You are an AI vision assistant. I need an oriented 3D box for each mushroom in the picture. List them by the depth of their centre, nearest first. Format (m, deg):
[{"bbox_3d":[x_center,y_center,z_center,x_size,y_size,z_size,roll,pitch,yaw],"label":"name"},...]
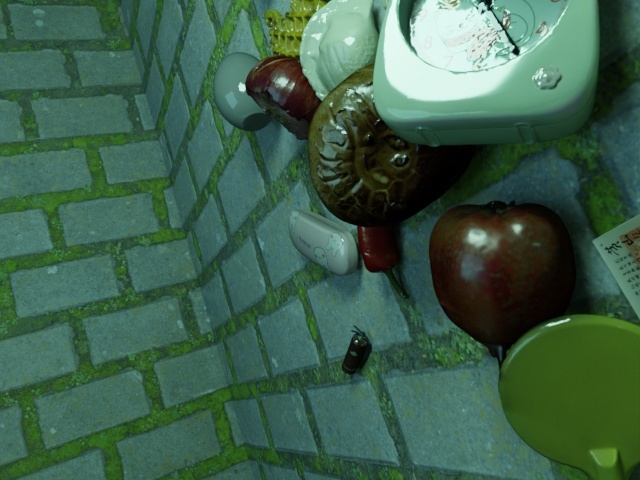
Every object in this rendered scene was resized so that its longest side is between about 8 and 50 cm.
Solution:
[{"bbox_3d":[0.119,-0.150,0.848,0.297,0.278,0.163,-45,23,18],"label":"mushroom"}]

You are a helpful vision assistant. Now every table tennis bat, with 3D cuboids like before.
[{"bbox_3d":[0.377,0.263,0.686,0.224,0.054,0.369,-15,104,23],"label":"table tennis bat"}]

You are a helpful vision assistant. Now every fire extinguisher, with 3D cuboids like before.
[{"bbox_3d":[0.091,0.282,1.300,0.064,0.043,0.158,29,133,16],"label":"fire extinguisher"}]

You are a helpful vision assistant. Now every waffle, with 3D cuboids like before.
[{"bbox_3d":[-0.052,-0.510,1.212,0.293,0.069,0.260,-42,64,60],"label":"waffle"}]

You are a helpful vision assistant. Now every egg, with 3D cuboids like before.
[{"bbox_3d":[-0.211,-0.419,1.423,0.176,0.176,0.232,123,136,-53],"label":"egg"}]

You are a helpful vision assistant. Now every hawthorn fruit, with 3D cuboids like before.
[{"bbox_3d":[0.256,0.067,0.739,0.208,0.208,0.248,11,103,60],"label":"hawthorn fruit"}]

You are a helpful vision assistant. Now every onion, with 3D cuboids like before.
[{"bbox_3d":[-0.053,-0.324,1.158,0.248,0.161,0.248,47,172,9],"label":"onion"}]

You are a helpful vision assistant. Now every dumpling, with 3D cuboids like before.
[{"bbox_3d":[0.042,-0.361,1.012,0.166,0.126,0.216,1,125,17],"label":"dumpling"}]

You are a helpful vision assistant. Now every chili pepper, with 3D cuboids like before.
[{"bbox_3d":[0.134,-0.053,1.044,0.137,0.091,0.369,26,128,37],"label":"chili pepper"}]

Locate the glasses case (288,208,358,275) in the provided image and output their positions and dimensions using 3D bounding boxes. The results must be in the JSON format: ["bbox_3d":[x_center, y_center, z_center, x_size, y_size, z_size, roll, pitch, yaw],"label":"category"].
[{"bbox_3d":[0.000,0.000,1.315,0.297,0.075,0.113,30,129,55],"label":"glasses case"}]

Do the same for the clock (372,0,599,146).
[{"bbox_3d":[0.217,-0.288,0.657,0.265,0.108,0.324,5,82,30],"label":"clock"}]

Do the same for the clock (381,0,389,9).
[{"bbox_3d":[0.160,-0.391,0.811,0.144,0.103,0.231,-102,14,-61],"label":"clock"}]

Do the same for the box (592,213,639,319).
[{"bbox_3d":[0.428,0.010,0.561,0.141,0.058,0.201,68,151,17],"label":"box"}]
